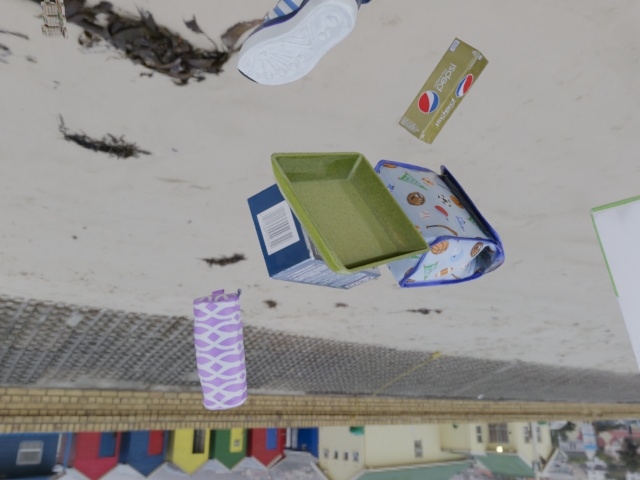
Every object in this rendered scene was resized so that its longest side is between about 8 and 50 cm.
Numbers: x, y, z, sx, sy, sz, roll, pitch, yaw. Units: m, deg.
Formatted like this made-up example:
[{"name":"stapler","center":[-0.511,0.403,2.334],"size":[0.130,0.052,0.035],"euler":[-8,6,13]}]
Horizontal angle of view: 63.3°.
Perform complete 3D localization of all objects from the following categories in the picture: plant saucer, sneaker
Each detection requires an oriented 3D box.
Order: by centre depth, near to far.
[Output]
[{"name":"plant saucer","center":[0.034,-0.036,0.703],"size":[0.188,0.188,0.045],"euler":[-11,151,-46]},{"name":"sneaker","center":[-0.034,-0.479,1.063],"size":[0.130,0.237,0.322],"euler":[27,150,-36]}]

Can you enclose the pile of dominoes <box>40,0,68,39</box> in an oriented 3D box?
[{"name":"pile of dominoes","center":[-0.752,-0.691,1.423],"size":[0.040,0.251,0.196],"euler":[-16,-145,-34]}]

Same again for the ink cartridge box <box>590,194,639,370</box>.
[{"name":"ink cartridge box","center":[0.508,0.024,0.679],"size":[0.353,0.207,0.119],"euler":[-10,173,-41]}]

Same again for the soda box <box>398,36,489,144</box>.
[{"name":"soda box","center":[0.226,-0.272,0.959],"size":[0.061,0.058,0.181],"euler":[3,126,-56]}]

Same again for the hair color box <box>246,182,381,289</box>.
[{"name":"hair color box","center":[0.000,0.000,1.113],"size":[0.105,0.174,0.347],"euler":[-25,162,21]}]

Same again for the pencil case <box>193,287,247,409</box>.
[{"name":"pencil case","center":[-0.176,0.189,0.911],"size":[0.086,0.206,0.088],"euler":[-3,-177,-13]}]

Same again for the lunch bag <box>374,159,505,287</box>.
[{"name":"lunch bag","center":[0.334,-0.050,1.506],"size":[0.385,0.328,0.239],"euler":[4,135,-40]}]
